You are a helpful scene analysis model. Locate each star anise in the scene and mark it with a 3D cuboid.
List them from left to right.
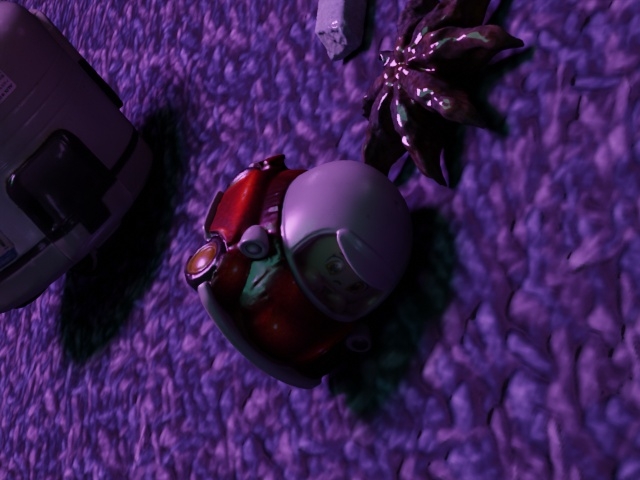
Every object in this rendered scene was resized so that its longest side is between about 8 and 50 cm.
[{"bbox_3d":[0.062,-0.094,0.794,0.141,0.042,0.141,-39,41,43],"label":"star anise"}]

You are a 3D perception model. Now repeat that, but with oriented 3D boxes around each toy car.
[{"bbox_3d":[0.000,0.000,0.784,0.112,0.112,0.139,-29,35,29],"label":"toy car"}]

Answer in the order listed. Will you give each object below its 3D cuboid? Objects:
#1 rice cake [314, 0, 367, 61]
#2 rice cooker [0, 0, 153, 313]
[{"bbox_3d":[0.018,-0.201,0.965,0.033,0.029,0.171,-27,48,43],"label":"rice cake"},{"bbox_3d":[-0.265,-0.065,1.153,0.226,0.244,0.226,-33,20,14],"label":"rice cooker"}]
